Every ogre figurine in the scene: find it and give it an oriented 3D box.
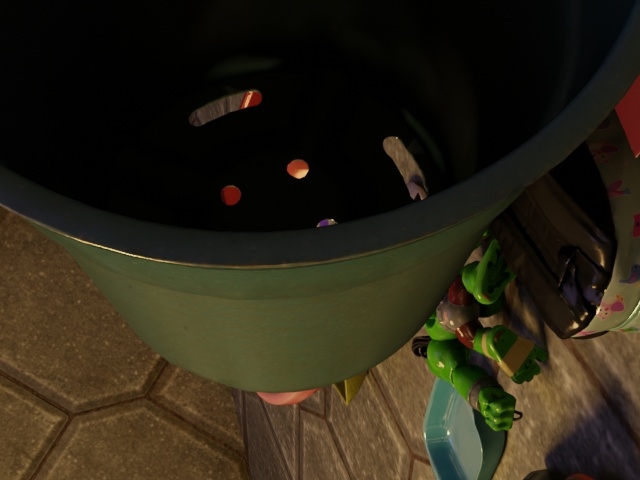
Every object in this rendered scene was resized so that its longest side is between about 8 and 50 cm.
[{"bbox_3d":[0.132,0.058,0.896,0.118,0.097,0.197,5,118,63],"label":"ogre figurine"}]

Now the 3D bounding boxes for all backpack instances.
[{"bbox_3d":[0.170,-0.027,0.623,0.152,0.115,0.182,95,164,-44],"label":"backpack"}]

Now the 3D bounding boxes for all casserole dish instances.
[{"bbox_3d":[0.152,0.208,1.057,0.188,0.037,0.114,95,158,-50],"label":"casserole dish"}]

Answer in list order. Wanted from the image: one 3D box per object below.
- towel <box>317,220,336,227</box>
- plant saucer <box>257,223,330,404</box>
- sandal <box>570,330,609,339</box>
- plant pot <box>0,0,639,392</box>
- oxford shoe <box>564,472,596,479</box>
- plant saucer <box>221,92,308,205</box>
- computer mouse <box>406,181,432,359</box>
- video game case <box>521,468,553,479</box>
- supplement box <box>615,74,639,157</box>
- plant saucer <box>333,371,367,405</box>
[{"bbox_3d":[0.000,0.000,1.168,0.083,0.009,0.060,169,108,-66],"label":"towel"},{"bbox_3d":[-0.017,0.050,1.311,0.332,0.084,0.332,-172,90,-67],"label":"plant saucer"},{"bbox_3d":[0.199,0.034,0.722,0.179,0.040,0.067,134,123,-73],"label":"sandal"},{"bbox_3d":[-0.027,-0.082,0.547,0.334,0.341,0.341,91,162,-67],"label":"plant pot"},{"bbox_3d":[0.224,0.307,0.741,0.097,0.098,0.271,101,153,-57],"label":"oxford shoe"},{"bbox_3d":[-0.083,-0.089,1.342,0.259,0.048,0.258,-108,34,-44],"label":"plant saucer"},{"bbox_3d":[0.104,0.034,1.078,0.106,0.042,0.193,145,112,-75],"label":"computer mouse"},{"bbox_3d":[0.187,0.309,0.815,0.193,0.023,0.212,3,-108,-67],"label":"video game case"},{"bbox_3d":[0.202,-0.082,0.531,0.043,0.083,0.055,116,140,-67],"label":"supplement box"},{"bbox_3d":[0.021,0.109,1.447,0.188,0.045,0.188,-129,30,-59],"label":"plant saucer"}]
